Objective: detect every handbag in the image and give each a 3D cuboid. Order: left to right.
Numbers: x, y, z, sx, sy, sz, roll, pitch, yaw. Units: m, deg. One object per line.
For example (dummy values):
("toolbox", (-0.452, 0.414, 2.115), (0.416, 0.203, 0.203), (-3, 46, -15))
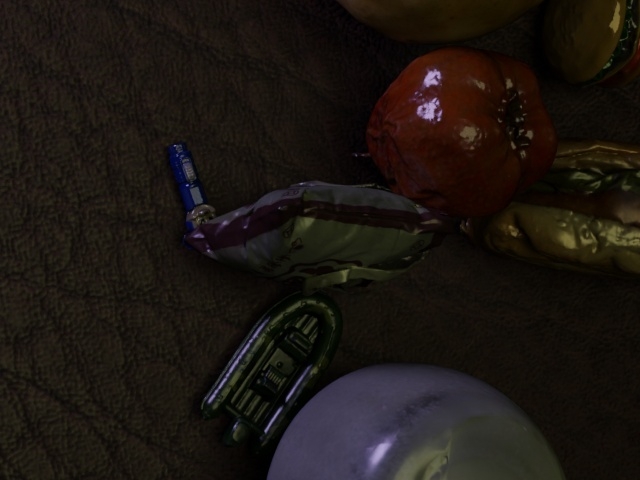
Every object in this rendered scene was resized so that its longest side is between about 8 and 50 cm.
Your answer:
("handbag", (0.000, 0.000, 1.828), (0.235, 0.213, 0.127), (11, 70, -29))

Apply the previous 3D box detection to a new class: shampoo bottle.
("shampoo bottle", (0.102, 0.294, 1.809), (0.322, 0.317, 0.323), (1, 88, -20))

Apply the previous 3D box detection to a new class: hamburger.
("hamburger", (0.341, -0.261, 2.029), (0.115, 0.162, 0.162), (11, 83, -28))
("hamburger", (0.359, -0.036, 1.994), (0.329, 0.209, 0.162), (14, 82, -23))

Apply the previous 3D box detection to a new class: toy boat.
("toy boat", (-0.050, 0.148, 1.897), (0.104, 0.052, 0.210), (40, 74, -13))

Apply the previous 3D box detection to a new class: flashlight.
("flashlight", (-0.143, -0.053, 1.878), (0.057, 0.035, 0.121), (-19, 95, -21))

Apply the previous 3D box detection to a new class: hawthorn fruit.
("hawthorn fruit", (0.134, -0.112, 1.900), (0.207, 0.243, 0.208), (15, 69, -46))

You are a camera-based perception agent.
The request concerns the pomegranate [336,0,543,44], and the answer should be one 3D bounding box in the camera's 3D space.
("pomegranate", (0.131, -0.385, 1.870), (0.332, 0.332, 0.333), (1, 87, -22))
